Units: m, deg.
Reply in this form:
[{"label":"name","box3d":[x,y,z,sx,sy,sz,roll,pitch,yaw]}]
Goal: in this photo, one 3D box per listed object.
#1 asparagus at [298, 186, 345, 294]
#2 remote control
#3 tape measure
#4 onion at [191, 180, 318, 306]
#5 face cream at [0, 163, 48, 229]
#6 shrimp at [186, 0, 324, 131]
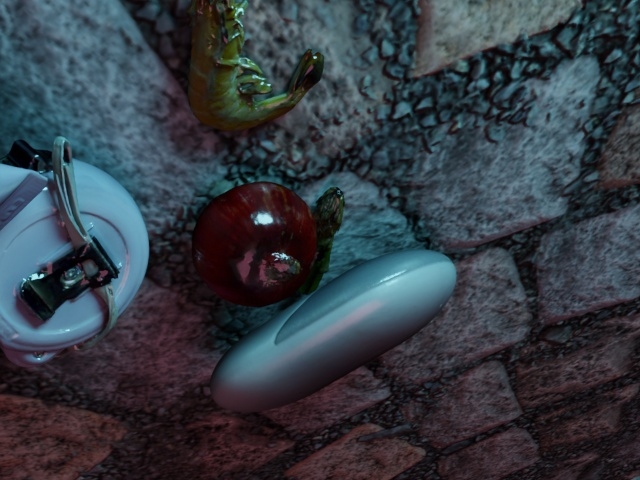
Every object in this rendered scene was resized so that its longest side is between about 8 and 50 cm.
[{"label":"asparagus","box3d":[0.000,0.000,0.752,0.036,0.030,0.165,10,134,-5]},{"label":"remote control","box3d":[0.015,0.112,0.799,0.332,0.103,0.221,-31,164,14]},{"label":"tape measure","box3d":[-0.239,0.012,0.580,0.178,0.105,0.196,-46,136,-15]},{"label":"onion","box3d":[-0.063,0.004,0.667,0.131,0.131,0.131,-11,138,-10]},{"label":"face cream","box3d":[-0.272,-0.012,0.367,0.154,0.096,0.274,-48,169,-2]},{"label":"shrimp","box3d":[-0.051,-0.161,0.560,0.124,0.034,0.178,-7,138,-18]}]
